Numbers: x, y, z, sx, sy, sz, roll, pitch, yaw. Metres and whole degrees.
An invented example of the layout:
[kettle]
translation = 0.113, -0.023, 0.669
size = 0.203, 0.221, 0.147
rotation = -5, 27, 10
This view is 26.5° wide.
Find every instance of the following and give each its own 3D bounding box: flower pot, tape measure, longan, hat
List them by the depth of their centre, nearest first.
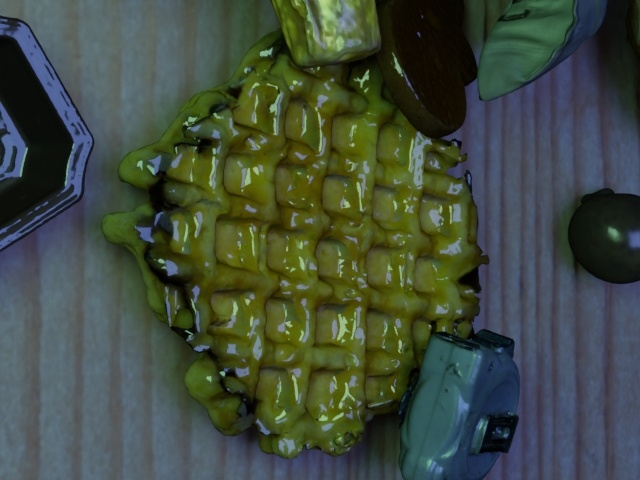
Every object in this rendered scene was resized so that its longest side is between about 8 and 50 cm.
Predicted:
[flower pot]
translation = -0.314, -0.060, 1.050
size = 0.251, 0.084, 0.179
rotation = -37, 110, -26
[tape measure]
translation = 0.109, 0.244, 1.296
size = 0.164, 0.084, 0.330
rotation = 2, 107, -53
[hat]
translation = 0.214, -0.298, 1.310
size = 0.301, 0.168, 0.257
rotation = -48, 122, -57
[longan]
translation = 0.317, -0.010, 1.462
size = 0.106, 0.106, 0.119
rotation = 9, 46, -33

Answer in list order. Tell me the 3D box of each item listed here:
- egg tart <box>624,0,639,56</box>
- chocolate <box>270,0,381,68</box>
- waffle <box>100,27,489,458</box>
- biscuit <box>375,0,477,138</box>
[egg tart]
translation = 0.434, -0.261, 1.518
size = 0.315, 0.120, 0.315
rotation = -1, 92, -31
[chocolate]
translation = -0.042, -0.364, 1.144
size = 0.162, 0.162, 0.445
rotation = -13, 89, -32
[waffle]
translation = 0.000, 0.000, 1.253
size = 0.382, 0.095, 0.379
rotation = -40, 112, -30
[biscuit]
translation = 0.091, -0.195, 1.276
size = 0.180, 0.039, 0.236
rotation = 48, 32, -34
